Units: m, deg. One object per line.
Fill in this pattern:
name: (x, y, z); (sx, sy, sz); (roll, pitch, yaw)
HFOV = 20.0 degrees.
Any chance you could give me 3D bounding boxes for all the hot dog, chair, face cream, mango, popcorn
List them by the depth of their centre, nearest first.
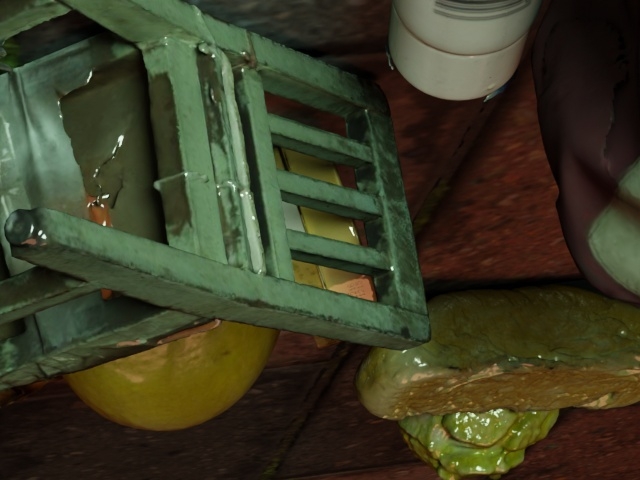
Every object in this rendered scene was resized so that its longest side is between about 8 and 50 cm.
face cream: (0.059, -0.131, 0.645); (0.092, 0.058, 0.243); (-4, 154, -5)
chair: (-0.090, -0.016, 0.759); (0.147, 0.136, 0.270); (-20, 160, 28)
mango: (-0.081, 0.021, 0.902); (0.130, 0.092, 0.194); (-27, 140, -2)
hot dog: (0.132, 0.071, 1.213); (0.242, 0.073, 0.084); (0, 156, -28)
popcorn: (0.112, 0.124, 1.301); (0.121, 0.106, 0.116); (-5, 152, 4)

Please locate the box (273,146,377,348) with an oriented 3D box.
box: (0.000, 0.000, 0.897); (0.037, 0.105, 0.105); (-18, 161, -1)

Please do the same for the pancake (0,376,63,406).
pancake: (-0.280, 0.072, 1.011); (0.427, 0.067, 0.305); (3, 157, -35)

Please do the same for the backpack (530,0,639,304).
backpack: (0.245, -0.099, 0.600); (0.317, 0.197, 0.283); (-3, 158, -5)
